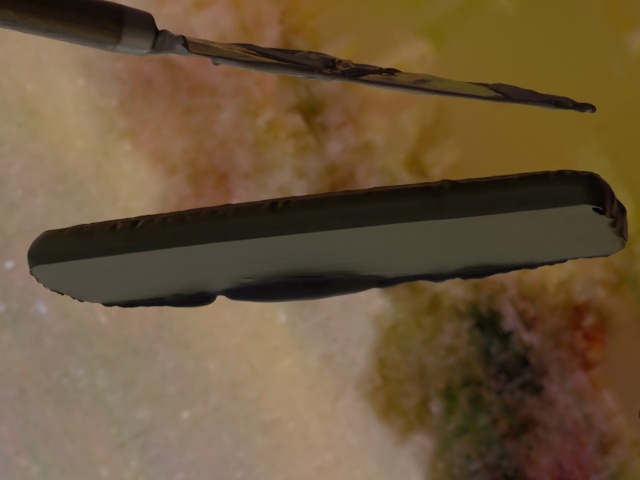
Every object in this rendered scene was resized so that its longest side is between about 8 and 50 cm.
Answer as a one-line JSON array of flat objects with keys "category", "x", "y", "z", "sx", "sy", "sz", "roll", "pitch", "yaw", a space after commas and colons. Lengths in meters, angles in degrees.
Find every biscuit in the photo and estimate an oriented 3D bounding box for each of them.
[{"category": "biscuit", "x": 0.000, "y": 0.000, "z": 0.987, "sx": 0.099, "sy": 0.322, "sz": 0.038, "roll": 42, "pitch": -134, "yaw": -62}]

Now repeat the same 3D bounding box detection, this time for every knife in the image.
[{"category": "knife", "x": -0.042, "y": -0.064, "z": 0.600, "sx": 0.298, "sy": 0.017, "sz": 0.047, "roll": 10, "pitch": -175, "yaw": -24}]

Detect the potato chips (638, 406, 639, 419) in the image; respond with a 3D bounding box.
[{"category": "potato chips", "x": 0.212, "y": 0.134, "z": 0.969, "sx": 0.028, "sy": 0.092, "sz": 0.207, "roll": 18, "pitch": -144, "yaw": -18}]
